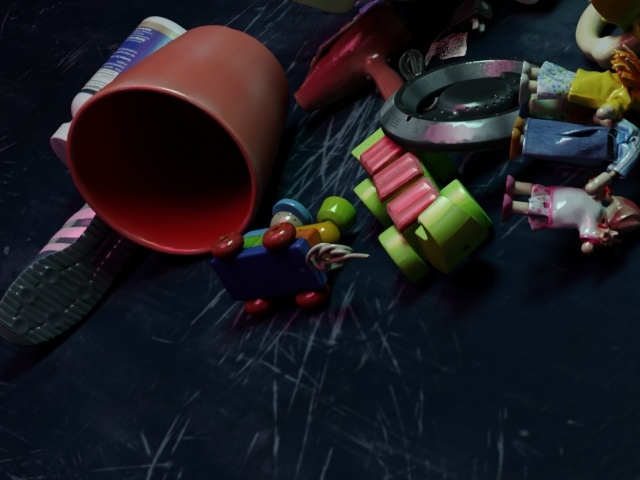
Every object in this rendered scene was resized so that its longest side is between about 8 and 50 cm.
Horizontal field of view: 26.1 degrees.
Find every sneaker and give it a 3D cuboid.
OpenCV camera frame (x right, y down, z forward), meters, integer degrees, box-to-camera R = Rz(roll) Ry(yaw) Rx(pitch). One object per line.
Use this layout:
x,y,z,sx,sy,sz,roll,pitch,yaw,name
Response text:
-0.345,0.028,1.994,0.319,0.112,0.131,-46,13,-14,sneaker

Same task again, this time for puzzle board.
0.027,-0.280,1.966,0.128,0.011,0.096,-42,-9,-31,puzzle board

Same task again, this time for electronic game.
0.181,-0.157,1.597,0.229,0.048,0.229,-9,28,5,electronic game

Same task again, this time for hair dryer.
0.079,-0.231,1.851,0.294,0.080,0.223,-12,41,41,hair dryer

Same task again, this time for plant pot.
-0.170,-0.153,1.884,0.275,0.275,0.243,-19,25,33,plant pot

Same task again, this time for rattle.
0.326,-0.302,1.608,0.130,0.143,0.199,-43,30,35,rattle

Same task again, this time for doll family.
0.278,-0.112,1.389,0.163,0.118,0.263,7,46,9,doll family

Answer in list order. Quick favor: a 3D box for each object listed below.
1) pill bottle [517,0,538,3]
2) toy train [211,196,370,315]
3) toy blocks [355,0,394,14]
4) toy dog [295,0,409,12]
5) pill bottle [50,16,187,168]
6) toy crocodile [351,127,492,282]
0.303,-0.400,1.785,0.186,0.112,0.112,-49,30,-16,pill bottle
0.000,0.000,1.625,0.248,0.105,0.143,-10,28,42,toy train
0.113,-0.400,2.067,0.148,0.054,0.123,-33,31,15,toy blocks
0.139,-0.490,1.776,0.408,0.395,0.284,-43,34,39,toy dog
-0.299,-0.215,2.196,0.153,0.153,0.264,9,56,54,pill bottle
0.102,-0.056,1.562,0.115,0.105,0.340,-37,29,7,toy crocodile
